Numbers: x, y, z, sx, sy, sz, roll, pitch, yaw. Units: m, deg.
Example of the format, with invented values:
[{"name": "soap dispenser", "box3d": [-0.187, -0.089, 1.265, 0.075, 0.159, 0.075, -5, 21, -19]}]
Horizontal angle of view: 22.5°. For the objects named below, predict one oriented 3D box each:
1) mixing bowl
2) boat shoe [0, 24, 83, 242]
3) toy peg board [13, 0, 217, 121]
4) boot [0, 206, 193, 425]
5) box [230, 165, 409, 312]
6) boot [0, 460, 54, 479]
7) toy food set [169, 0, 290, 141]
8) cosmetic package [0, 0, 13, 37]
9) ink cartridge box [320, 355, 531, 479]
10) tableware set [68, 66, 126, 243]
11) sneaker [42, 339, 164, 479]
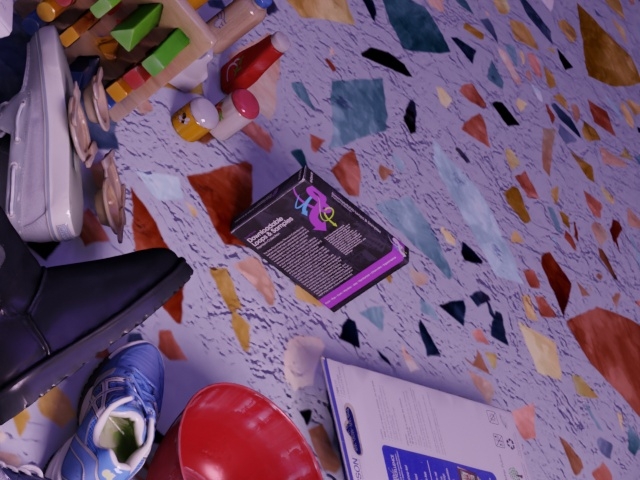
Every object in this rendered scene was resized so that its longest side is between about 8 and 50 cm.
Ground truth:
[{"name": "mixing bowl", "box3d": [-0.090, 0.228, 1.440, 0.181, 0.098, 0.181, 34, 39, -33]}, {"name": "boat shoe", "box3d": [-0.270, -0.101, 1.505, 0.079, 0.081, 0.227, 80, 2, -63]}, {"name": "toy peg board", "box3d": [-0.218, -0.204, 1.593, 0.161, 0.161, 0.079, 50, 36, -11]}, {"name": "boot", "box3d": [-0.249, 0.013, 1.387, 0.246, 0.094, 0.207, -38, 95, -36]}, {"name": "box", "box3d": [0.000, 0.000, 1.743, 0.162, 0.116, 0.029, 38, 35, -27]}, {"name": "boot", "box3d": [-0.257, 0.204, 1.284, 0.190, 0.069, 0.086, 55, 24, -18]}, {"name": "toy food set", "box3d": [-0.102, -0.214, 1.804, 0.111, 0.104, 0.232, 32, 40, -34]}, {"name": "cosmetic package", "box3d": [-0.378, -0.314, 1.431, 0.224, 0.138, 0.224, 60, 19, -50]}, {"name": "ink cartridge box", "box3d": [0.107, 0.237, 1.726, 0.333, 0.065, 0.165, 22, 46, -44]}, {"name": "tableware set", "box3d": [-0.209, -0.081, 1.541, 0.141, 0.020, 0.168, -92, 170, -64]}, {"name": "sneaker", "box3d": [-0.170, 0.159, 1.412, 0.080, 0.081, 0.211, 42, 33, -18]}]
